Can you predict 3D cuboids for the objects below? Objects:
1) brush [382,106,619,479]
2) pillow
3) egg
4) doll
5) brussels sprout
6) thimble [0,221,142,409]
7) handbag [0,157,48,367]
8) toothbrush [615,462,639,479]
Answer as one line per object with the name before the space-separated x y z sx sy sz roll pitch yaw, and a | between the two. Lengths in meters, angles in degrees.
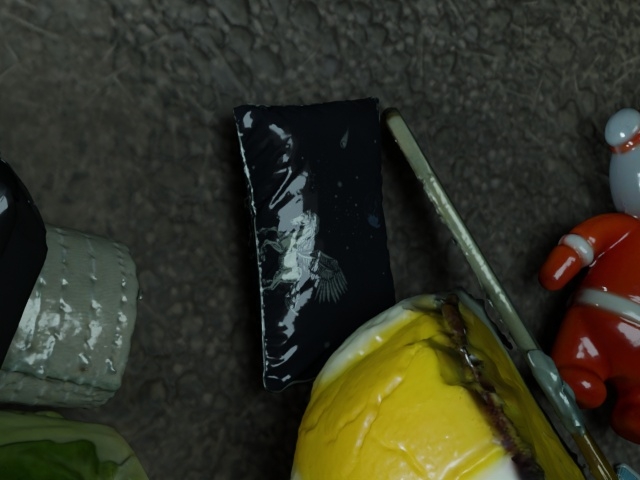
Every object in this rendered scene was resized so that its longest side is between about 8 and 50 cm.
brush | 0.138 0.042 1.085 0.020 0.085 0.336 -31 88 7
pillow | 0.000 0.000 1.045 0.141 0.055 0.208 -7 91 -40
egg | 0.097 0.209 0.987 0.201 0.337 0.337 -30 106 13
doll | 0.293 -0.002 1.194 0.200 0.105 0.336 29 72 -19
brussels sprout | -0.196 0.176 0.862 0.145 0.131 0.183 46 68 -27
thimble | -0.175 0.046 0.901 0.090 0.102 0.115 14 49 -31
handbag | -0.332 0.061 0.753 0.288 0.152 0.342 19 72 6
toothbrush | 0.322 0.259 1.245 0.204 0.017 0.022 44 55 -21
